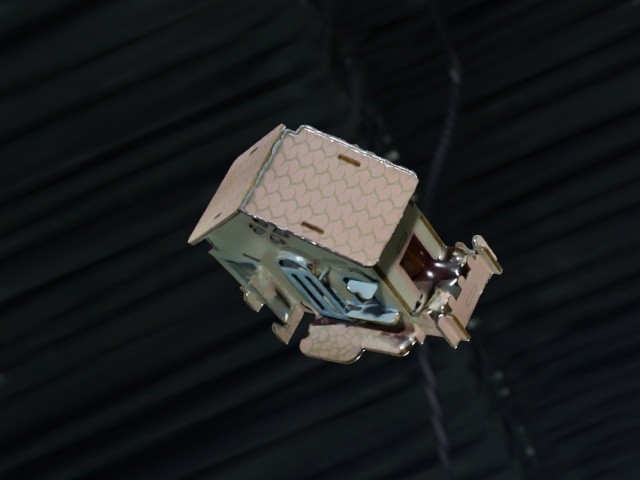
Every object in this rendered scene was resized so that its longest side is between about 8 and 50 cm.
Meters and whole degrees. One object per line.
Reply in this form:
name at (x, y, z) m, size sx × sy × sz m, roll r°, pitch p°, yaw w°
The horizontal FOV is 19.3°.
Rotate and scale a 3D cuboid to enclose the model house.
model house at (0.000, 0.000, 2.087) m, size 0.169 × 0.326 × 0.244 m, roll -58°, pitch 135°, yaw -25°
